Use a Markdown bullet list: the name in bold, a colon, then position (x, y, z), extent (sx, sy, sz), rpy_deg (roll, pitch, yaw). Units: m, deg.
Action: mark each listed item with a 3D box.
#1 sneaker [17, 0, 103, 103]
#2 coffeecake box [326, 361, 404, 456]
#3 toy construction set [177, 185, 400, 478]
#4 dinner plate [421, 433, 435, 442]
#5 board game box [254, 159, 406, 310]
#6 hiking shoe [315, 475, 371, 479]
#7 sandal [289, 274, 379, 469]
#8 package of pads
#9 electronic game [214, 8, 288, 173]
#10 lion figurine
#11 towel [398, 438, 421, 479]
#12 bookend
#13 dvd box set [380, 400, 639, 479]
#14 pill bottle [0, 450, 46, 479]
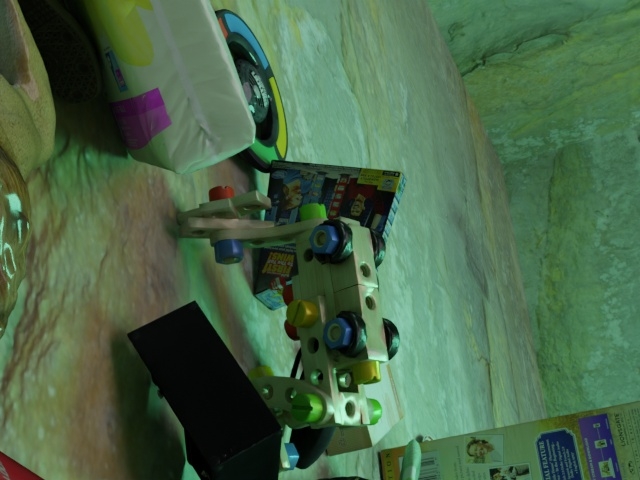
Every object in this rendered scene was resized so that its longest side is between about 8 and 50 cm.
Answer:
- **sneaker**: position (-0.249, -0.212, 0.910), extent (0.071, 0.066, 0.188), rpy_deg (-86, 154, -49)
- **coffeecake box**: position (0.050, 0.209, 1.438), extent (0.185, 0.068, 0.142), rpy_deg (-10, 84, -72)
- **toy construction set**: position (-0.031, 0.085, 1.099), extent (0.151, 0.215, 0.327), rpy_deg (-8, 79, -52)
- **dinner plate**: position (0.197, 0.412, 1.788), extent (0.141, 0.017, 0.141), rpy_deg (-17, 90, -72)
- **board game box**: position (0.000, 0.000, 1.299), extent (0.060, 0.194, 0.194), rpy_deg (46, 57, -55)
- **hiking shoe**: position (0.020, 0.312, 1.186), extent (0.227, 0.114, 0.086), rpy_deg (-3, 76, -72)
- **sandal**: position (-0.004, 0.144, 1.202), extent (0.097, 0.055, 0.254), rpy_deg (29, -77, 65)
- **package of pads**: position (-0.171, -0.215, 0.948), extent (0.296, 0.101, 0.229), rpy_deg (70, -14, -13)
- **electronic game**: position (-0.099, -0.202, 1.377), extent (0.229, 0.048, 0.229), rpy_deg (-15, 90, -72)
- **lion figurine**: position (-0.244, -0.076, 0.701), extent (0.392, 0.142, 0.240), rpy_deg (-77, 154, -64)
- **towel**: position (0.098, 0.451, 1.269), extent (0.325, 0.038, 0.247), rpy_deg (-76, 173, -58)
- **bookend**: position (-0.109, 0.168, 0.959), extent (0.157, 0.072, 0.156), rpy_deg (52, -24, 27)
- **dvd box set**: position (0.308, 0.417, 1.460), extent (0.062, 0.421, 0.307), rpy_deg (51, 28, -57)
- **pill bottle**: position (-0.179, 0.225, 0.485), extent (0.407, 0.229, 0.229), rpy_deg (54, 27, -46)
